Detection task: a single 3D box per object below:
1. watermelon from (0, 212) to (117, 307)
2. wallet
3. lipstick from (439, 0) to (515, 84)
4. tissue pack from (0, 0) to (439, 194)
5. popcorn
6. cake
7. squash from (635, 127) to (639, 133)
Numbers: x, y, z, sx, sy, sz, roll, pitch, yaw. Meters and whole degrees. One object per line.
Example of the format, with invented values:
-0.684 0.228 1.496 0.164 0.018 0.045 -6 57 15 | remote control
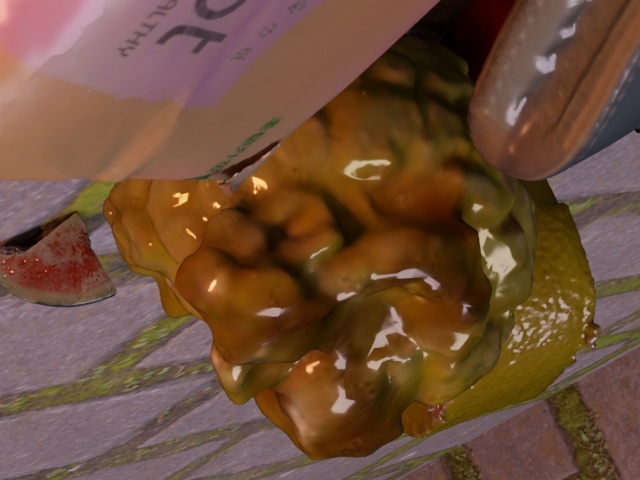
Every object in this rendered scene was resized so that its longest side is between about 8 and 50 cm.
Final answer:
-0.167 0.009 1.047 0.085 0.085 0.061 -3 115 -54 | watermelon
0.236 -0.174 0.767 0.360 0.083 0.252 -32 159 -33 | wallet
0.124 -0.132 0.921 0.080 0.080 0.241 -19 165 -19 | lipstick
-0.030 -0.132 0.582 0.256 0.123 0.215 -44 160 25 | tissue pack
0.000 0.000 0.892 0.206 0.237 0.251 -18 -157 26 | popcorn
0.116 0.046 1.341 0.156 0.179 0.260 -20 166 -21 | cake
0.234 -0.113 1.170 0.090 0.075 0.200 -2 176 30 | squash
